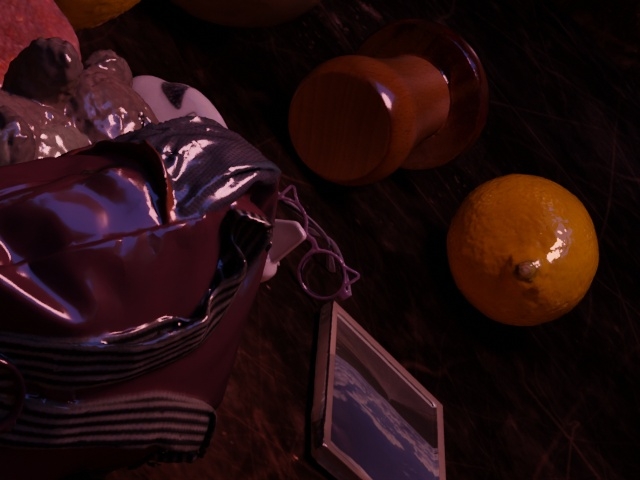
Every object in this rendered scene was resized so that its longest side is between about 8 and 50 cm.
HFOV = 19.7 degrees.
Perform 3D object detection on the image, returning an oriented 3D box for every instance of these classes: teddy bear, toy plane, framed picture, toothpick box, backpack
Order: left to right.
[{"bbox_3d":[-0.226,-0.051,1.503,0.151,0.236,0.267,13,14,36],"label":"teddy bear"},{"bbox_3d":[-0.182,0.058,1.293,0.197,0.283,0.317,32,27,28],"label":"backpack"},{"bbox_3d":[-0.116,-0.062,1.784,0.245,0.117,0.244,39,27,-24],"label":"toy plane"},{"bbox_3d":[0.060,0.189,1.852,0.189,0.023,0.260,44,23,-21],"label":"framed picture"},{"bbox_3d":[0.083,-0.164,2.227,0.192,0.192,0.294,53,28,6],"label":"toothpick box"}]

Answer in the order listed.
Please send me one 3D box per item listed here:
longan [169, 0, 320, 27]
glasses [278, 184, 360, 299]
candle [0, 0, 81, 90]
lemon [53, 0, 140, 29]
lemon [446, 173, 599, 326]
[{"bbox_3d":[-0.101,-0.390,2.115,0.297,0.297,0.297,40,25,-23],"label":"longan"},{"bbox_3d":[0.000,0.000,1.973,0.140,0.062,0.104,54,22,6],"label":"glasses"},{"bbox_3d":[-0.351,-0.197,1.548,0.317,0.131,0.287,39,28,-22],"label":"candle"},{"bbox_3d":[-0.248,-0.320,1.787,0.240,0.240,0.219,56,14,13],"label":"lemon"},{"bbox_3d":[0.246,0.013,2.250,0.187,0.187,0.244,44,15,-15],"label":"lemon"}]
